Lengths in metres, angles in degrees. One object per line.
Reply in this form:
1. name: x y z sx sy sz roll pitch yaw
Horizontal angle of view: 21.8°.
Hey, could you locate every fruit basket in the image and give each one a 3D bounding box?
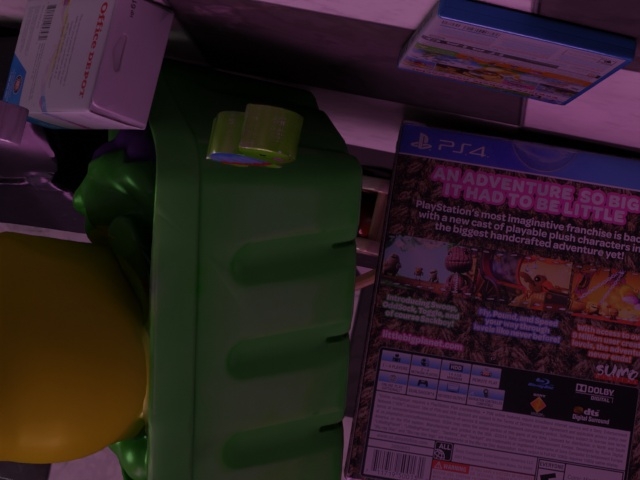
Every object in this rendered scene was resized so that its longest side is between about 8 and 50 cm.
1. fruit basket: -0.163 0.058 1.272 0.392 0.392 0.283 14 -159 -21

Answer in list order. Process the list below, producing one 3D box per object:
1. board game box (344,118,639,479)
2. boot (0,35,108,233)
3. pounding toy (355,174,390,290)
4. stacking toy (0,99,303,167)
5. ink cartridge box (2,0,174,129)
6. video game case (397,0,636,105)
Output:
1. board game box: 0.154 0.070 1.358 0.232 0.291 0.141 10 174 1
2. boot: -0.421 -0.129 1.365 0.445 0.146 0.367 6 160 19
3. pounding toy: 0.000 0.000 1.723 0.269 0.155 0.154 13 179 -13
4. stacking toy: -0.076 -0.119 0.658 0.221 0.167 0.052 8 173 41
5. ink cartridge box: -0.165 -0.125 1.171 0.052 0.088 0.122 19 171 -39
6. video game case: 0.118 -0.116 1.041 0.119 0.015 0.166 12 174 -5
